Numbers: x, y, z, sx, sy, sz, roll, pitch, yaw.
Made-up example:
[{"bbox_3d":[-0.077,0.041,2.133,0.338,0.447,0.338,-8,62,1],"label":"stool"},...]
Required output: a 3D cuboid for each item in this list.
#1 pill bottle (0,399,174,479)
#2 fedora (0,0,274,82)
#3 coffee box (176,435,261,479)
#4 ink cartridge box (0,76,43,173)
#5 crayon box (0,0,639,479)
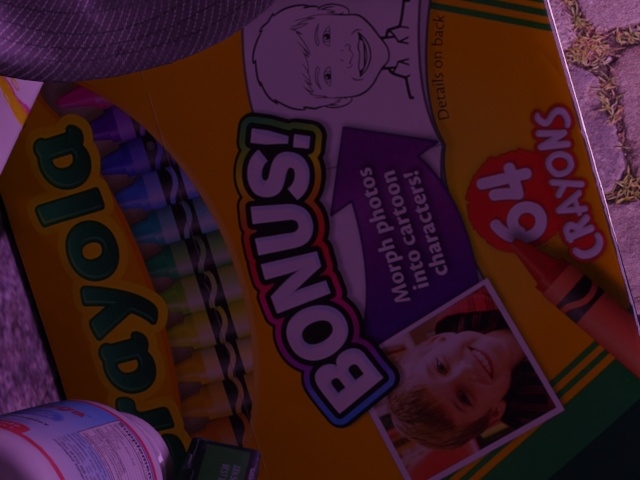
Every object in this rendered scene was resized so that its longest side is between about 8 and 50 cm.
[{"bbox_3d":[-0.123,0.118,0.621,0.160,0.087,0.087,3,72,-77],"label":"pill bottle"},{"bbox_3d":[-0.115,-0.212,0.548,0.124,0.243,0.275,35,-39,52],"label":"fedora"},{"bbox_3d":[-0.069,0.202,0.673,0.113,0.040,0.184,-75,177,-70],"label":"coffee box"},{"bbox_3d":[-0.191,-0.092,0.600,0.231,0.078,0.134,-86,156,-55],"label":"ink cartridge box"},{"bbox_3d":[0.000,0.000,0.775,0.106,0.313,0.363,-44,118,-79],"label":"crayon box"}]
